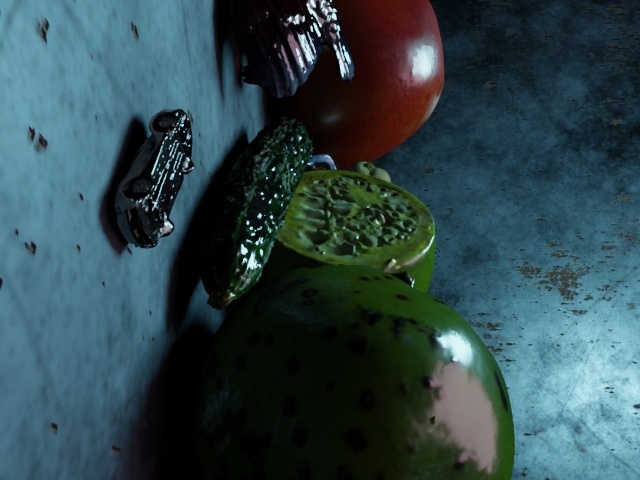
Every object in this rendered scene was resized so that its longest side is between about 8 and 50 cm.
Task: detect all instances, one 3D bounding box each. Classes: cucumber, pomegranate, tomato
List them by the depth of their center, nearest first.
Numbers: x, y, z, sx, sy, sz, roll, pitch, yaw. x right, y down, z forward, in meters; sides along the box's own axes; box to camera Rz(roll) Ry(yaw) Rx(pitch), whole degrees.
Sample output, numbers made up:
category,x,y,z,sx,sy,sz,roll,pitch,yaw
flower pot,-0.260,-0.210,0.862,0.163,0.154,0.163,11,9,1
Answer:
category,x,y,z,sx,sy,sz,roll,pitch,yaw
pomegranate,0.022,0.151,0.482,0.254,0.254,0.271,68,37,-72
cucumber,-0.056,-0.036,0.548,0.294,0.067,0.068,-75,162,-62
pomegranate,0.016,0.013,0.708,0.241,0.189,0.159,-108,-161,-46
tomato,0.057,-0.240,0.893,0.298,0.226,0.299,-2,90,-80

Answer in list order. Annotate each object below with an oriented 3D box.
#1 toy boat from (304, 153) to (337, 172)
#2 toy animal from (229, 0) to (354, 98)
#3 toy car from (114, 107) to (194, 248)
category,x,y,z,sx,sy,sz,roll,pitch,yaw
toy boat,0.000,0.000,0.835,0.097,0.100,0.223,-150,-130,-65
toy animal,-0.027,-0.244,0.621,0.219,0.116,0.180,-76,165,-44
toy car,-0.094,-0.039,0.369,0.041,0.025,0.093,84,11,-49
